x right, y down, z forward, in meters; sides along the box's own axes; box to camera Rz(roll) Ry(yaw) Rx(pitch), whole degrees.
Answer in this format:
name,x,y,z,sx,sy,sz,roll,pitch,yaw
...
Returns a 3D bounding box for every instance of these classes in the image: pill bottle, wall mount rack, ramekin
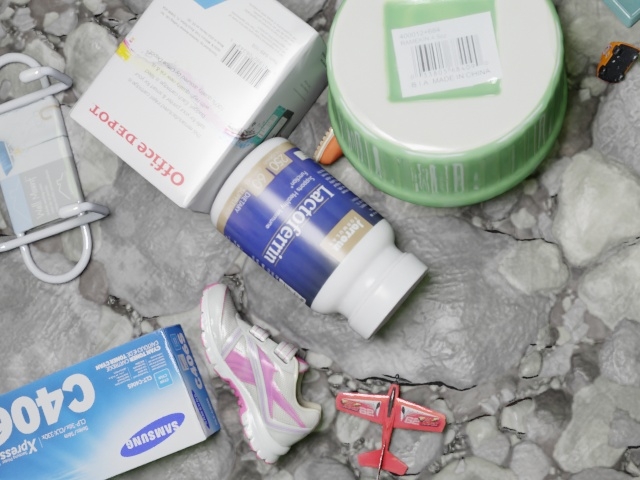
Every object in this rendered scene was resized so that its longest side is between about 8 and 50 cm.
name,x,y,z,sx,sy,sz,roll,pitch,yaw
pill bottle,0.000,0.000,1.162,0.265,0.153,0.153,39,95,9
wall mount rack,-0.472,-0.094,1.261,0.304,0.130,0.350,-18,84,9
ramekin,0.149,-0.203,1.077,0.303,0.148,0.303,-2,77,9

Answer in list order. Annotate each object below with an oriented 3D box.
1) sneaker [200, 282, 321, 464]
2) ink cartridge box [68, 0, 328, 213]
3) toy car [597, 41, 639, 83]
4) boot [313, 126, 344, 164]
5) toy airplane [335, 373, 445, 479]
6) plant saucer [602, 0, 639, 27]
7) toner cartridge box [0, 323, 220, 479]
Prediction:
name,x,y,z,sx,sy,sz,roll,pitch,yaw
sneaker,-0.077,0.165,1.204,0.111,0.103,0.252,-27,90,4
ink cartridge box,-0.143,-0.196,1.170,0.198,0.197,0.270,39,95,9
toy car,0.420,-0.237,1.163,0.122,0.060,0.040,0,44,-6
boot,0.065,-0.143,1.205,0.158,0.059,0.084,-41,87,5
toy airplane,0.092,0.253,1.199,0.151,0.028,0.151,0,88,12
plant saucer,0.454,-0.365,1.161,0.192,0.018,0.067,-41,82,7
toner cartridge box,-0.332,0.257,1.252,0.348,0.075,0.165,-23,85,8
